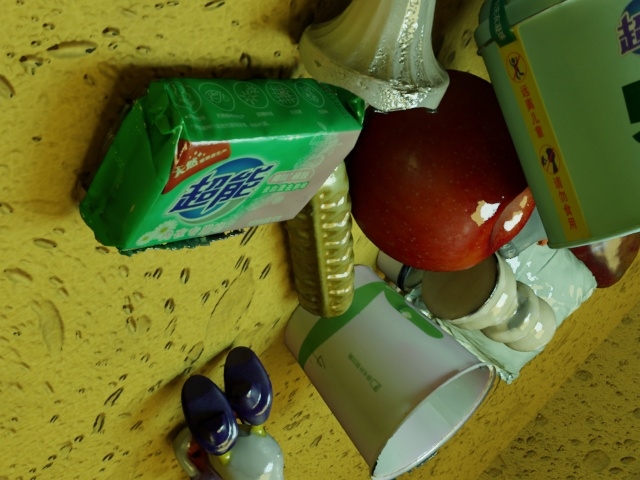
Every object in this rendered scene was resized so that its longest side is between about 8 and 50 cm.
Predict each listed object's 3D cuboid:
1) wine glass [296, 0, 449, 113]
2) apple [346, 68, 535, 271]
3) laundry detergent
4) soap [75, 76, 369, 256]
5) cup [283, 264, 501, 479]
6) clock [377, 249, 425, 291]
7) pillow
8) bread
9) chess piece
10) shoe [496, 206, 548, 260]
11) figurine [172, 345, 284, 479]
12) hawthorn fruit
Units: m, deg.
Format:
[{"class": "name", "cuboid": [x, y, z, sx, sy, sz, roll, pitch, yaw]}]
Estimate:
[{"class": "wine glass", "cuboid": [0.076, -0.246, 0.909, 0.165, 0.165, 0.196, -16, 133, -45]}, {"class": "apple", "cuboid": [0.165, -0.090, 1.178, 0.260, 0.216, 0.260, -36, 151, -24]}, {"class": "laundry detergent", "cuboid": [0.331, -0.179, 0.982, 0.287, 0.305, 0.287, -20, -179, 0]}, {"class": "soap", "cuboid": [-0.092, -0.088, 0.927, 0.273, 0.098, 0.218, -12, 146, -49]}, {"class": "cup", "cuboid": [0.094, 0.196, 1.415, 0.253, 0.274, 0.253, -32, 150, -22]}, {"class": "clock", "cuboid": [0.169, 0.012, 1.496, 0.156, 0.063, 0.229, -21, 146, -38]}, {"class": "pillow", "cuboid": [0.335, 0.084, 1.650, 0.310, 0.138, 0.283, 39, 91, -22]}, {"class": "bread", "cuboid": [-0.001, -0.001, 1.212, 0.084, 0.077, 0.367, -21, 148, -10]}, {"class": "chess piece", "cuboid": [0.291, 0.108, 1.476, 0.261, 0.143, 0.143, 32, 102, -41]}, {"class": "shoe", "cuboid": [0.281, -0.041, 1.464, 0.336, 0.132, 0.171, 2, 123, -44]}, {"class": "figurine", "cuboid": [-0.120, 0.340, 1.402, 0.154, 0.193, 0.421, -36, 157, -26]}, {"class": "hawthorn fruit", "cuboid": [0.529, -0.023, 1.827, 0.208, 0.208, 0.248, -41, 141, -8]}]
